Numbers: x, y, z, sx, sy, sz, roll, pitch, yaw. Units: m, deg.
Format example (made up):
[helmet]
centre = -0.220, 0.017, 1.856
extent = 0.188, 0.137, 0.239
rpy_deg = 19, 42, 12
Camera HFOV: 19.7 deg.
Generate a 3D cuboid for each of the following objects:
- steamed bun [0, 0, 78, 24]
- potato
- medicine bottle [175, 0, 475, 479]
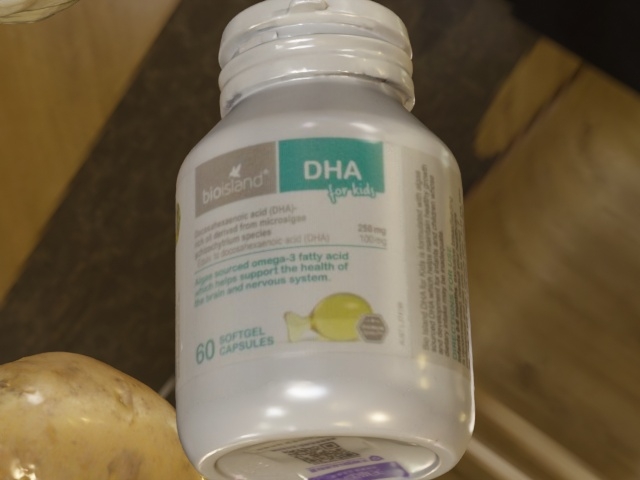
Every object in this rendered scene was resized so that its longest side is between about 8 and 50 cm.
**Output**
[steamed bun]
centre = -0.244, -0.322, 1.318
extent = 0.367, 0.342, 0.255
rpy_deg = -15, -174, 36
[potato]
centre = -0.179, 0.152, 1.284
extent = 0.235, 0.128, 0.161
rpy_deg = -12, 111, -40
[medicine bottle]
centre = 0.000, 0.000, 0.854
extent = 0.135, 0.135, 0.215
rpy_deg = 64, 22, -67
